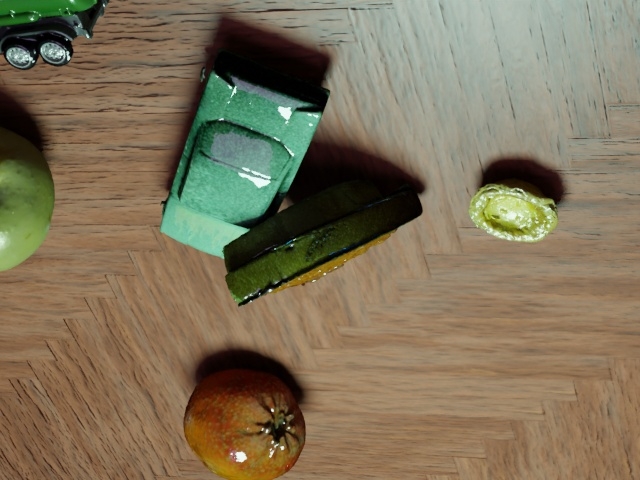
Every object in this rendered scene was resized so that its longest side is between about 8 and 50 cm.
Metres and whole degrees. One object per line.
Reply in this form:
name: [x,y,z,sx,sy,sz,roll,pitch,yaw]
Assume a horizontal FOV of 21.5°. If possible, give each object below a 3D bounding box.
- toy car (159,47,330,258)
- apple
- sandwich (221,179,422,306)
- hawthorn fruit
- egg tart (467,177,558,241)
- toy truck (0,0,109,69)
toy car: [-0.100,-0.083,1.918,0.141,0.097,0.321,20,142,-5]
apple: [-0.409,-0.046,2.010,0.200,0.200,0.200,10,142,8]
sandwich: [0.003,-0.008,1.949,0.235,0.079,0.159,-28,174,8]
hawthorn fruit: [-0.135,0.256,2.360,0.165,0.165,0.285,35,162,-23]
egg tart: [0.220,-0.038,1.907,0.105,0.039,0.105,10,142,8]
toy truck: [-0.342,-0.255,1.792,0.242,0.101,0.125,-5,133,21]
